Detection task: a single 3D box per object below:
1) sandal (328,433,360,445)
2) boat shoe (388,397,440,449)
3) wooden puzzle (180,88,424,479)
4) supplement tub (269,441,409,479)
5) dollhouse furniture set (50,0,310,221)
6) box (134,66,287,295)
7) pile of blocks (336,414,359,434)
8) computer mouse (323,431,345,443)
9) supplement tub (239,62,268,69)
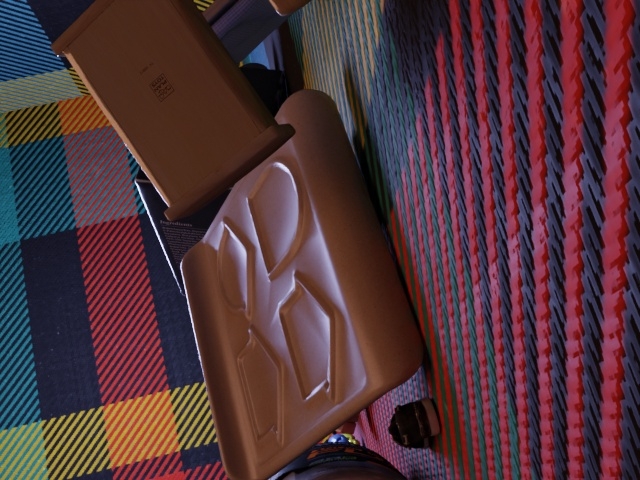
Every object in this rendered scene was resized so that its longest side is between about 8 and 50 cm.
[{"bbox_3d":[0.049,0.516,1.422,0.317,0.138,0.126,-107,4,-53],"label":"sandal"},{"bbox_3d":[0.083,0.175,0.681,0.125,0.038,0.046,93,164,-72],"label":"boat shoe"},{"bbox_3d":[-0.031,0.063,0.798,0.348,0.081,0.322,-46,52,44],"label":"wooden puzzle"},{"bbox_3d":[0.023,0.337,0.804,0.338,0.207,0.207,109,148,-80],"label":"supplement tub"},{"bbox_3d":[-0.059,-0.188,0.761,0.198,0.286,0.303,55,-158,1],"label":"dollhouse furniture set"},{"bbox_3d":[-0.178,-0.100,1.428,0.395,0.212,0.293,83,-165,-56],"label":"box"},{"bbox_3d":[0.021,0.187,1.209,0.113,0.149,0.362,12,137,37],"label":"pile of blocks"},{"bbox_3d":[0.058,0.490,1.721,0.262,0.060,0.184,64,-176,-55],"label":"computer mouse"},{"bbox_3d":[-0.133,-0.283,1.555,0.197,0.106,0.106,85,171,-54],"label":"supplement tub"}]
